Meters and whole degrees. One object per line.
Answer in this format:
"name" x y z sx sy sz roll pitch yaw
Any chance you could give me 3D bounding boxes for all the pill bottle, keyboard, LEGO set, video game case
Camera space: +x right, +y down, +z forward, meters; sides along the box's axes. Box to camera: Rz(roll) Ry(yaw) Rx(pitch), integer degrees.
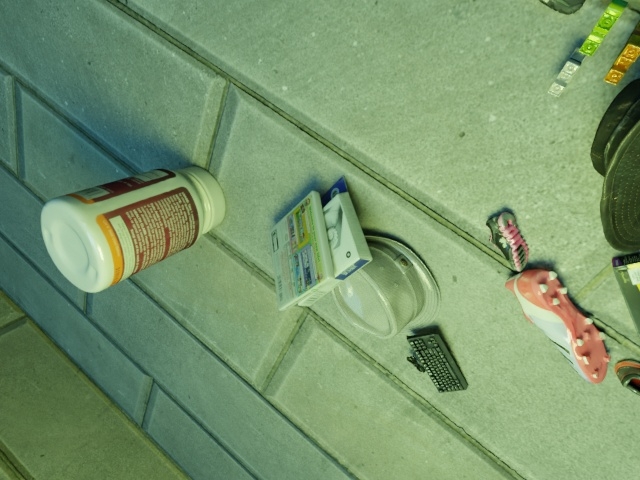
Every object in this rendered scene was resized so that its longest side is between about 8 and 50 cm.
"pill bottle" -0.441 -0.052 1.036 0.224 0.392 0.224 14 118 28
"keyboard" 0.259 0.289 0.962 0.108 0.023 0.180 -18 113 37
"LEGO set" 0.418 -0.298 0.555 0.087 0.093 0.227 33 155 15
"video game case" -0.049 0.026 0.926 0.193 0.023 0.213 -38 52 43

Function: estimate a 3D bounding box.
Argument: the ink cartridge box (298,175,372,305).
"ink cartridge box" 0.000 0.000 0.926 0.223 0.045 0.224 -43 51 38

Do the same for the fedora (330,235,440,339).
"fedora" 0.123 0.125 0.930 0.243 0.124 0.275 -34 91 39

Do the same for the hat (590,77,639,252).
"hat" 0.473 -0.145 0.553 0.134 0.331 0.332 -120 35 -52

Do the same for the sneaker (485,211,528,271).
"sneaker" 0.353 0.004 0.787 0.057 0.047 0.119 -11 106 58

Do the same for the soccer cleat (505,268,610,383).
"soccer cleat" 0.449 0.160 0.781 0.248 0.083 0.095 54 158 -6

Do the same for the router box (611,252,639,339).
"router box" 0.584 0.099 0.675 0.133 0.046 0.179 -20 100 37

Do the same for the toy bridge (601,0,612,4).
"toy bridge" 0.389 -0.424 0.546 0.063 0.026 0.188 -30 112 -1

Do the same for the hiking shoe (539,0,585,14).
"hiking shoe" 0.318 -0.431 0.574 0.114 0.086 0.227 -35 90 41

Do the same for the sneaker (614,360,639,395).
"sneaker" 0.610 0.273 0.727 0.157 0.065 0.061 17 119 26
